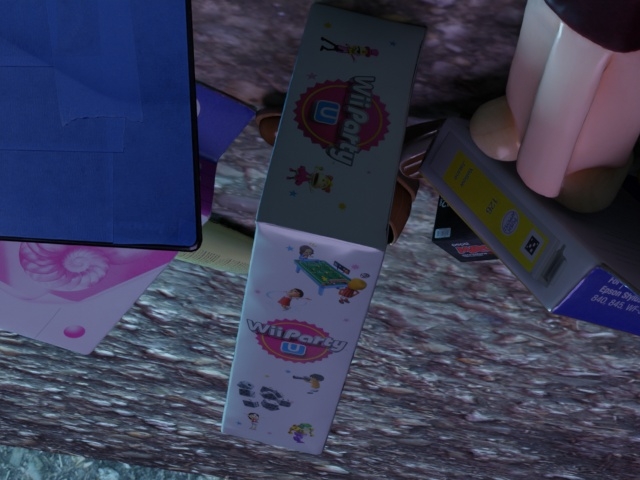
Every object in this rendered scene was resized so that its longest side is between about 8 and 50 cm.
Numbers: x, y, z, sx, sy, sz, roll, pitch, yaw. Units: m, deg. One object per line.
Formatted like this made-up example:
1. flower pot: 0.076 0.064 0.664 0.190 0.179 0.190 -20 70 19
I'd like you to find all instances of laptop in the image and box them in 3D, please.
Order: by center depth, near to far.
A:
1. laptop: -0.296 -0.186 0.818 0.382 0.236 0.408 3 158 21

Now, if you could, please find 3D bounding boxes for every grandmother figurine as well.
1. grandmother figurine: 0.175 -0.143 0.822 0.208 0.104 0.342 28 155 16

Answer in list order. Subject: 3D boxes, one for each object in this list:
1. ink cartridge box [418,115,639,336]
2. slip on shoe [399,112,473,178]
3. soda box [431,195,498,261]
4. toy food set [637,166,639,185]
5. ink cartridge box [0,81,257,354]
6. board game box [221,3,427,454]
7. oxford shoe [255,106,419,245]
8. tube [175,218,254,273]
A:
1. ink cartridge box: 0.268 0.029 1.034 0.303 0.072 0.307 16 -156 -30
2. slip on shoe: 0.129 -0.091 1.133 0.135 0.041 0.051 -18 143 20
3. soda box: 0.193 -0.018 1.272 0.169 0.053 0.060 -5 154 39
4. toy food set: 0.308 -0.122 0.917 0.111 0.104 0.232 22 143 9
5. ink cartridge box: -0.275 -0.048 1.205 0.324 0.071 0.330 21 131 -29
6. board game box: 0.000 0.000 1.073 0.097 0.224 0.303 13 143 -1
7. oxford shoe: 0.017 -0.058 1.232 0.076 0.076 0.212 -6 152 43
8. tube: -0.131 0.002 1.509 0.240 0.062 0.070 21 -158 -38
